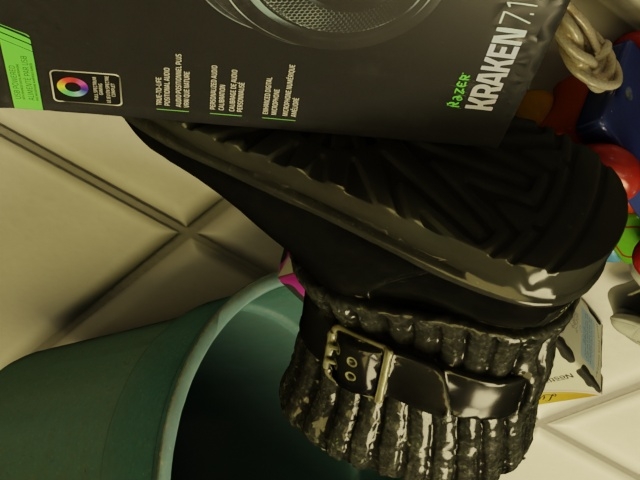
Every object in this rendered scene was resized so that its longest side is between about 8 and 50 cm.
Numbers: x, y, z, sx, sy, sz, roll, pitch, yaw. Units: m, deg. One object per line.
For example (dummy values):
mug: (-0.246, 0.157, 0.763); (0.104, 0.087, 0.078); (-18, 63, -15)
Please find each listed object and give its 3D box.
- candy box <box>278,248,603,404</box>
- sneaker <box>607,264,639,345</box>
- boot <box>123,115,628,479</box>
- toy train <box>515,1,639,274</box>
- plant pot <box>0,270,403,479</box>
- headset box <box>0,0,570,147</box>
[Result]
candy box: (0.100, 0.049, 0.841); (0.159, 0.071, 0.233); (-16, 137, 33)
sneaker: (0.278, 0.014, 0.725); (0.121, 0.099, 0.262); (18, 143, -1)
boot: (-0.002, 0.003, 0.675); (0.348, 0.131, 0.260); (33, 147, 15)
toy train: (0.136, -0.071, 0.655); (0.143, 0.105, 0.248); (-3, 143, 44)
plant pot: (-0.123, 0.207, 0.934); (0.334, 0.341, 0.341); (-8, 141, 39)
headset box: (-0.032, -0.168, 0.472); (0.283, 0.131, 0.246); (5, 152, -6)
